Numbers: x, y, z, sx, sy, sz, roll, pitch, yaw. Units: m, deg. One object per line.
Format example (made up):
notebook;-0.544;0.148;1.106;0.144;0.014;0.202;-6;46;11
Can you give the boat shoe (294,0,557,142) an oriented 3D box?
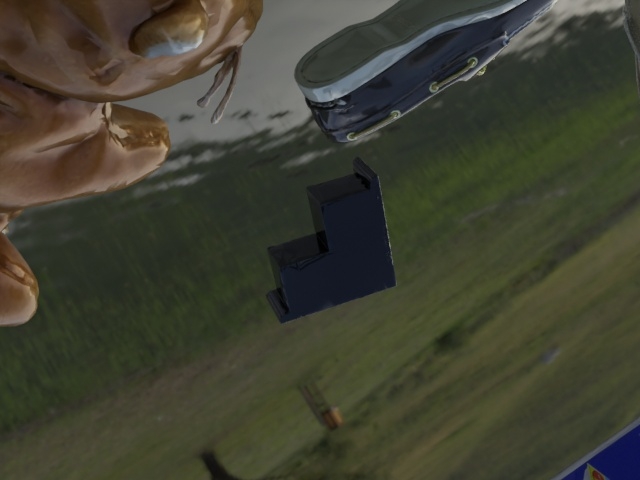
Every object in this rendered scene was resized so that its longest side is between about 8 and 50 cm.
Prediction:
boat shoe;0.092;-0.153;0.718;0.228;0.081;0.068;-28;131;0

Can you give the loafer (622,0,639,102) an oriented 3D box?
loafer;0.231;-0.144;0.573;0.102;0.268;0.092;-19;140;17

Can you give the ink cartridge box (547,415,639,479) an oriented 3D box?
ink cartridge box;0.299;0.199;0.686;0.069;0.175;0.371;12;132;-38

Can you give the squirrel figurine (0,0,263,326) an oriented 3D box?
squirrel figurine;-0.238;-0.132;0.600;0.371;0.281;0.397;-20;160;31

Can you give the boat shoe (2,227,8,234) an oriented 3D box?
boat shoe;-0.504;-0.045;1.201;0.092;0.103;0.285;-44;164;-6

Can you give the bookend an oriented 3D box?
bookend;0.000;0.000;1.148;0.157;0.156;0.072;-18;-151;-11
